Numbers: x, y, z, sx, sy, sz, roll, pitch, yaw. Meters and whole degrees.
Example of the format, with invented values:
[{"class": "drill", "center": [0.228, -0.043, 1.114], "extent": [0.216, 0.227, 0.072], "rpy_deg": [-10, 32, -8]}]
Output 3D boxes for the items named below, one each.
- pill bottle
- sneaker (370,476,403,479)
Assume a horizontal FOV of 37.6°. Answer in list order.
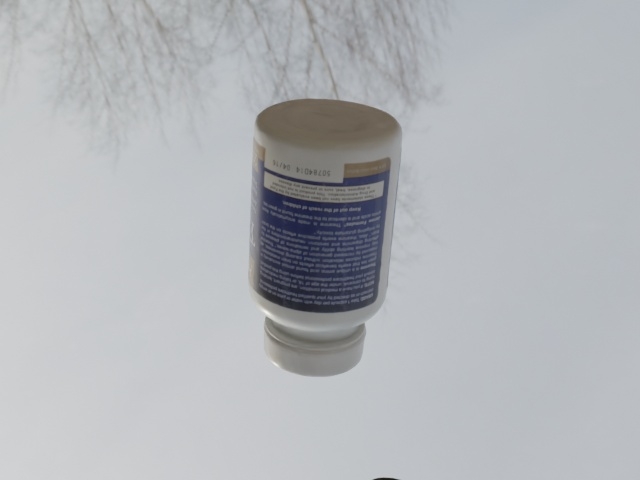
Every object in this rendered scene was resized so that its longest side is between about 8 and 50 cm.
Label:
[{"class": "pill bottle", "center": [0.000, 0.000, 0.438], "extent": [0.067, 0.120, 0.067], "rpy_deg": [3, -155, -2]}, {"class": "sneaker", "center": [0.090, 0.252, 0.574], "extent": [0.087, 0.130, 0.227], "rpy_deg": [-25, -132, -39]}]
